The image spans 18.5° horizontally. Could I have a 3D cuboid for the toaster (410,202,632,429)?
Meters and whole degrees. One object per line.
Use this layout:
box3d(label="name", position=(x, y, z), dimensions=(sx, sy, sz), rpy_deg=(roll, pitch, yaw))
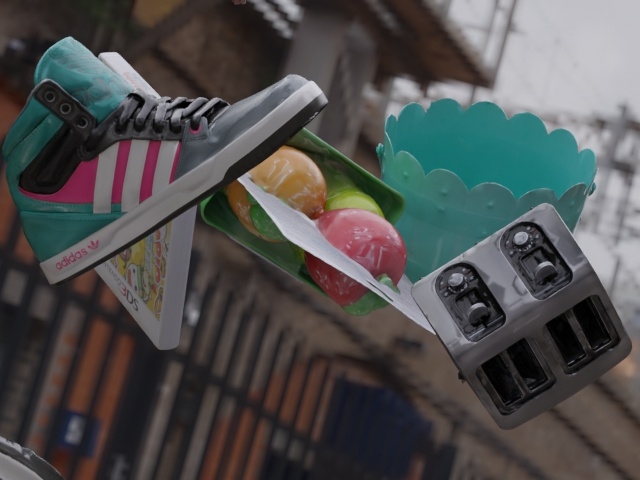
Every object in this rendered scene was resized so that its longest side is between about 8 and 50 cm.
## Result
box3d(label="toaster", position=(0.201, 0.082, 1.946), dimensions=(0.185, 0.168, 0.110), rpy_deg=(57, 2, -47))

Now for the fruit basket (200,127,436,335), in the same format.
box3d(label="fruit basket", position=(0.000, 0.000, 2.249), dimensions=(0.327, 0.165, 0.353), rpy_deg=(33, 15, -36))

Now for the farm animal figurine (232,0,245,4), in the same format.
box3d(label="farm animal figurine", position=(-0.139, -0.336, 1.427), dimensions=(0.172, 0.326, 0.330), rpy_deg=(1, 1, -45))

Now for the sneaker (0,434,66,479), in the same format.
box3d(label="sneaker", position=(-0.277, 0.298, 1.405), dimensions=(0.169, 0.257, 0.447), rpy_deg=(8, -29, 16))

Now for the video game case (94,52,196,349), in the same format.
box3d(label="video game case", position=(-0.179, -0.040, 1.923), dimensions=(0.026, 0.227, 0.206), rpy_deg=(-7, 32, -29))

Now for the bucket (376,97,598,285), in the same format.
box3d(label="bucket", position=(0.201, -0.046, 2.500), dimensions=(0.281, 0.183, 0.281), rpy_deg=(9, 26, -4))

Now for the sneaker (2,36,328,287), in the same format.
box3d(label="sneaker", position=(-0.153, -0.104, 1.661), dimensions=(0.295, 0.178, 0.124), rpy_deg=(-31, 4, 17))
